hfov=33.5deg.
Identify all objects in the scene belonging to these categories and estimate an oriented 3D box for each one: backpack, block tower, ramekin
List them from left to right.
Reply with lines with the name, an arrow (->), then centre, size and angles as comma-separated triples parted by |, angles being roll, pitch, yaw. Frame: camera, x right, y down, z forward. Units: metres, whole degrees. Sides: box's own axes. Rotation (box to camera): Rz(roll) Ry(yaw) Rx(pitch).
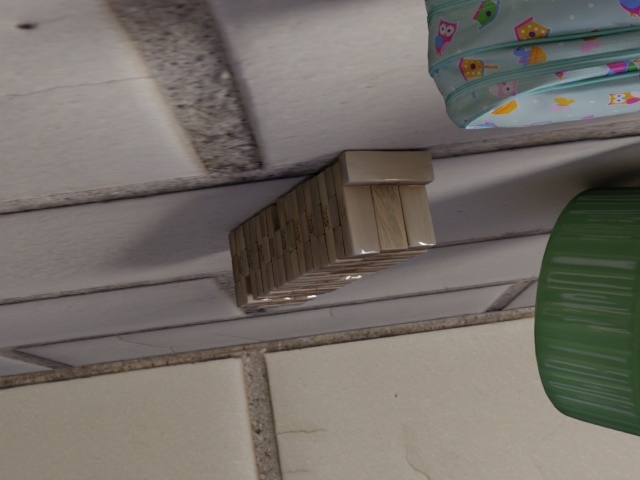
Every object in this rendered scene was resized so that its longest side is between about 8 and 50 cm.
block tower -> 0.000, 0.000, 1.097 | 0.091, 0.097, 0.335 | -3, 167, -25
backpack -> 0.140, -0.118, 0.532 | 0.182, 0.115, 0.152 | -8, 172, 18
ramekin -> 0.362, 0.078, 1.213 | 0.148, 0.303, 0.303 | 5, 178, 35
